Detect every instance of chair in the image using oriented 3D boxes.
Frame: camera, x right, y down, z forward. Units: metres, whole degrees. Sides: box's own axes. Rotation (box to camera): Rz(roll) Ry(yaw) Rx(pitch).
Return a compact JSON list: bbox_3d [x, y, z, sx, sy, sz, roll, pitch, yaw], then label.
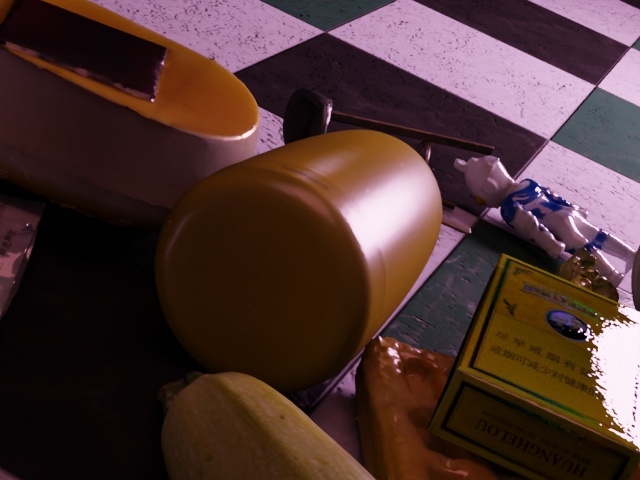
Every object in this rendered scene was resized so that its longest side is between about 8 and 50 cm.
[{"bbox_3d":[0.060,-0.078,1.263,0.222,0.104,0.095,21,44,-5],"label":"chair"}]

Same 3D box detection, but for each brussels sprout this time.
[{"bbox_3d":[0.251,0.059,1.186,0.085,0.058,0.085,29,46,-35],"label":"brussels sprout"}]

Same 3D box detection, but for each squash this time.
[{"bbox_3d":[-0.043,0.142,0.738,0.137,0.137,0.287,1,30,-34],"label":"squash"}]

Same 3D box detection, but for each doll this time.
[{"bbox_3d":[0.245,-0.027,1.341,0.227,0.057,0.114,38,36,11],"label":"doll"}]

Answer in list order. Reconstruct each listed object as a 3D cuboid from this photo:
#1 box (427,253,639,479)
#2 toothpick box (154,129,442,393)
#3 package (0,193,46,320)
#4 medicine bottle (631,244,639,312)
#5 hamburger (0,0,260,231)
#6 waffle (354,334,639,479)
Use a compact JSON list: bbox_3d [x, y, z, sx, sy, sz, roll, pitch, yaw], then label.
[{"bbox_3d":[0.175,0.100,0.922,0.141,0.064,0.220,24,25,8],"label":"box"},{"bbox_3d":[0.000,0.000,0.985,0.175,0.175,0.271,28,24,13],"label":"toothpick box"},{"bbox_3d":[-0.318,0.005,0.867,0.204,0.062,0.250,16,31,-10],"label":"package"},{"bbox_3d":[0.516,0.029,1.257,0.395,0.242,0.242,-15,44,-38],"label":"medicine bottle"},{"bbox_3d":[-0.198,-0.102,1.049,0.295,0.151,0.227,29,25,0],"label":"hamburger"},{"bbox_3d":[0.148,0.174,0.895,0.248,0.055,0.221,16,27,-10],"label":"waffle"}]
